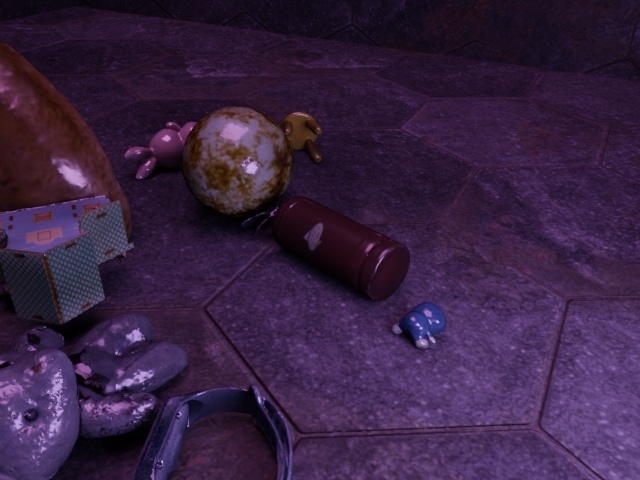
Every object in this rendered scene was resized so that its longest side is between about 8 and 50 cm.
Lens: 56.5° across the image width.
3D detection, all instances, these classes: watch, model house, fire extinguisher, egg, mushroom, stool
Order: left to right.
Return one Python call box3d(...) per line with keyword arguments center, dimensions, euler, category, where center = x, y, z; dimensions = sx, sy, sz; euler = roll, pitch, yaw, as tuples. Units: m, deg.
box3d(center=(-0.542, -0.156, 1.118), dimensions=(0.313, 0.397, 0.224), euler=(14, 35, 15), category="mushroom")
box3d(center=(-0.445, 0.043, 0.995), dimensions=(0.271, 0.178, 0.206), euler=(-10, 27, -22), category="model house")
box3d(center=(-0.123, 0.271, 0.745), dimensions=(0.193, 0.068, 0.206), euler=(8, 35, 5), category="watch")
box3d(center=(-0.176, -0.171, 1.307), dimensions=(0.238, 0.238, 0.289), euler=(5, 9, 7), category="egg")
box3d(center=(-0.053, -0.274, 1.590), dimensions=(0.135, 0.134, 0.110), euler=(-41, 33, 18), category="stool")
box3d(center=(0.000, 0.000, 1.145), dimensions=(0.135, 0.114, 0.337), euler=(-38, 47, -27), category="fire extinguisher")

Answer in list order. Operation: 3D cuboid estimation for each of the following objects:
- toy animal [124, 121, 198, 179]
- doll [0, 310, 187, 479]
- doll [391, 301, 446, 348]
box3d(center=(-0.397, -0.237, 1.526), dimensions=(0.212, 0.124, 0.124), euler=(-18, 36, -17), category="toy animal")
box3d(center=(-0.337, 0.179, 0.799), dimensions=(0.246, 0.158, 0.340), euler=(34, 40, 25), category="doll")
box3d(center=(0.172, 0.137, 0.988), dimensions=(0.083, 0.050, 0.076), euler=(-23, 43, -36), category="doll")
